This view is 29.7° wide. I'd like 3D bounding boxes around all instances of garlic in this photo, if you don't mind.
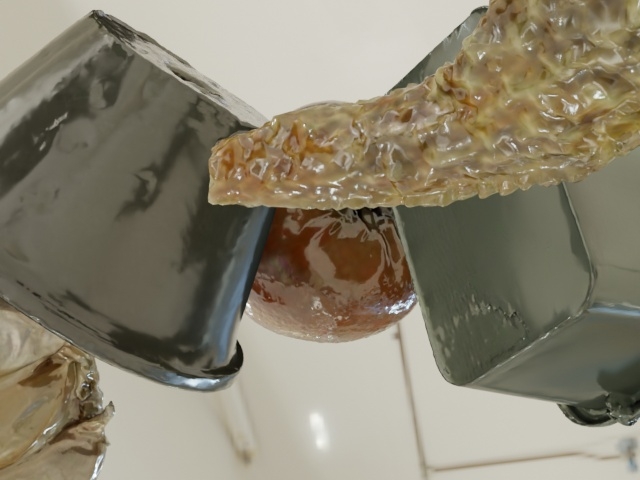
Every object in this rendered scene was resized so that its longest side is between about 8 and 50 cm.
[{"bbox_3d":[-0.264,0.125,0.955,0.143,0.178,0.230,37,148,63],"label":"garlic"}]

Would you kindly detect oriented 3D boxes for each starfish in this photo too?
[{"bbox_3d":[0.189,-0.111,0.424,0.132,0.383,0.398,-68,1,-72],"label":"starfish"}]

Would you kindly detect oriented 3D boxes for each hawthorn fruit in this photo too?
[{"bbox_3d":[0.000,0.000,1.000,0.251,0.199,0.200,130,137,-66],"label":"hawthorn fruit"}]

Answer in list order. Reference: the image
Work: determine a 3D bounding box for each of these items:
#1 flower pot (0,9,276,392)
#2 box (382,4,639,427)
[{"bbox_3d":[-0.124,-0.041,0.790,0.269,0.166,0.269,36,-171,-7],"label":"flower pot"},{"bbox_3d":[0.134,-0.018,0.712,0.135,0.163,0.243,8,-124,-38],"label":"box"}]
